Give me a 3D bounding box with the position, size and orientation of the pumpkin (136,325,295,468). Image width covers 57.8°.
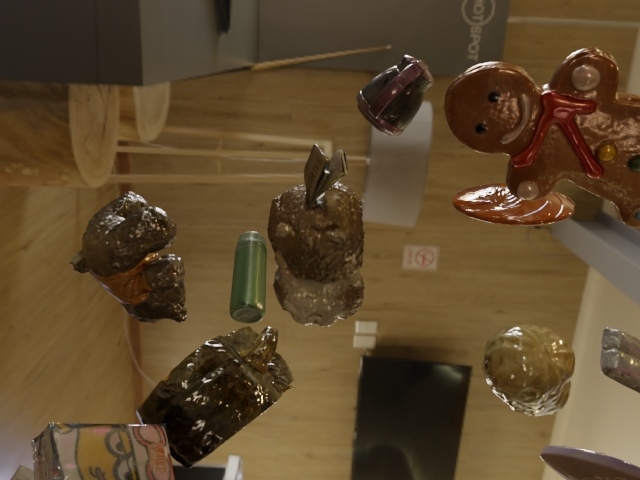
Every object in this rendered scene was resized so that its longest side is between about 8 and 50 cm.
[{"bbox_3d":[-0.145,0.232,0.934,0.139,0.222,0.317,51,4,10],"label":"pumpkin"}]

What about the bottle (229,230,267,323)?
[{"bbox_3d":[-0.063,0.031,0.515,0.030,0.030,0.083,93,-4,-52],"label":"bottle"}]

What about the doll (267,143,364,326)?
[{"bbox_3d":[-0.006,-0.004,0.628,0.115,0.105,0.221,-65,154,-48],"label":"doll"}]

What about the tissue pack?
[{"bbox_3d":[-0.256,0.279,0.696,0.065,0.155,0.115,-46,-132,29],"label":"tissue pack"}]

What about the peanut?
[{"bbox_3d":[0.232,0.143,0.639,0.093,0.083,0.194,-51,144,2],"label":"peanut"}]

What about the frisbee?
[{"bbox_3d":[0.314,-0.070,0.947,0.192,0.192,0.035,-87,176,-68],"label":"frisbee"}]

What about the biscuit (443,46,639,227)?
[{"bbox_3d":[0.306,-0.124,0.707,0.049,0.324,0.205,-65,178,-52],"label":"biscuit"}]

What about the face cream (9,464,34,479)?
[{"bbox_3d":[-0.611,0.562,1.135,0.096,0.096,0.214,93,20,-59],"label":"face cream"}]

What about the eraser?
[{"bbox_3d":[0.618,0.539,1.312,0.059,0.243,0.204,-53,138,-29],"label":"eraser"}]

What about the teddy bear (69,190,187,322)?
[{"bbox_3d":[-0.259,0.039,0.830,0.177,0.140,0.190,25,-32,50],"label":"teddy bear"}]

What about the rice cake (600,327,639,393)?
[{"bbox_3d":[0.715,0.288,1.197,0.106,0.298,0.050,-65,-176,-36],"label":"rice cake"}]

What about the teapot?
[{"bbox_3d":[0.140,-0.286,1.104,0.146,0.148,0.116,-46,-122,24],"label":"teapot"}]
